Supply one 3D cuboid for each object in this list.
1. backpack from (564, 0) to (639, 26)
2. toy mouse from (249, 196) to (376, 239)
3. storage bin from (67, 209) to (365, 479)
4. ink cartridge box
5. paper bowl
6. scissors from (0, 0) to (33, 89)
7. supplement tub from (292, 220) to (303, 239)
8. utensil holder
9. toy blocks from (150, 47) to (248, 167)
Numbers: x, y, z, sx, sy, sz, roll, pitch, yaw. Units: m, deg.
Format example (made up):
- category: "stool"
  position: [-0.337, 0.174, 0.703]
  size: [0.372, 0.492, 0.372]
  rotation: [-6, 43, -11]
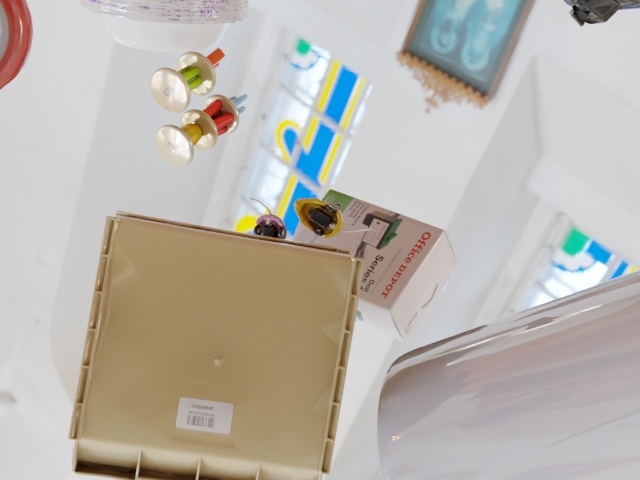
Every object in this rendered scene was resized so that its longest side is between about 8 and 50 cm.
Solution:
- category: "backpack"
  position: [0.460, -0.434, 1.243]
  size: [0.263, 0.213, 0.276]
  rotation: [19, 163, 33]
- category: "toy mouse"
  position: [-0.028, 0.014, 1.078]
  size: [0.161, 0.143, 0.031]
  rotation: [27, -167, 16]
- category: "storage bin"
  position: [-0.107, 0.117, 0.943]
  size: [0.262, 0.261, 0.123]
  rotation: [10, 179, -8]
- category: "ink cartridge box"
  position: [0.071, 0.033, 1.373]
  size: [0.219, 0.093, 0.160]
  rotation: [21, -115, 34]
- category: "paper bowl"
  position: [-0.265, -0.410, 1.554]
  size: [0.284, 0.148, 0.284]
  rotation: [6, -157, -2]
- category: "scissors"
  position: [-0.240, -0.032, 0.371]
  size: [0.109, 0.297, 0.021]
  rotation: [47, -171, -12]
- category: "supplement tub"
  position: [0.000, 0.000, 1.744]
  size: [0.106, 0.106, 0.198]
  rotation: [22, -164, -2]
- category: "utensil holder"
  position: [0.294, 0.201, 0.916]
  size: [0.327, 0.385, 0.328]
  rotation: [42, -143, -42]
- category: "toy blocks"
  position: [-0.133, -0.170, 1.067]
  size: [0.054, 0.123, 0.148]
  rotation: [17, -144, 22]
